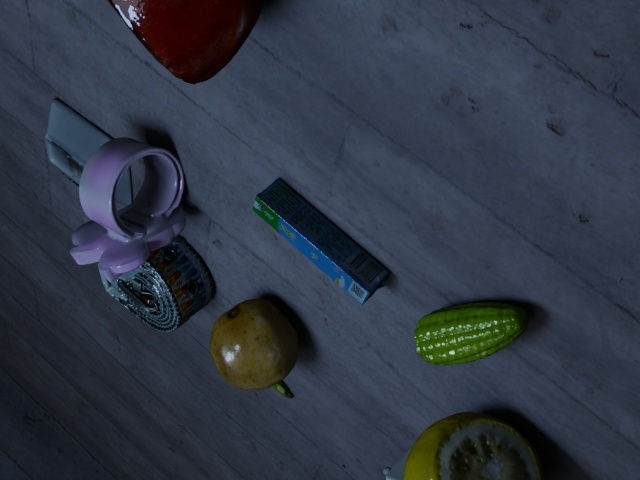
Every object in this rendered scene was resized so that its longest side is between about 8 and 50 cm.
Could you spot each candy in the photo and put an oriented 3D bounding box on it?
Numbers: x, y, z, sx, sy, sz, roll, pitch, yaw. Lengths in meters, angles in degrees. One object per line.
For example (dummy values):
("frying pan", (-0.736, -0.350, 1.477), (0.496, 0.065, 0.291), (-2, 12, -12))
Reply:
("candy", (0.242, 0.142, 1.341), (0.209, 0.096, 0.097), (-22, 106, 49))

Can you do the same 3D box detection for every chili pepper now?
("chili pepper", (-0.146, 0.294, 1.965), (0.208, 0.043, 0.049), (39, 132, 13))

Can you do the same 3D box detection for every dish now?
("dish", (-0.534, -0.181, 1.903), (0.243, 0.080, 0.182), (34, 143, 19))

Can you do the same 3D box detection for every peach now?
("peach", (-0.195, -0.362, 1.200), (0.245, 0.249, 0.275), (-9, 123, 27))

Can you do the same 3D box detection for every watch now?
("watch", (-0.396, -0.082, 1.696), (0.210, 0.248, 0.218), (20, 134, 37))

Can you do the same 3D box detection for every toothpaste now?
("toothpaste", (0.000, 0.000, 1.492), (0.266, 0.065, 0.050), (40, 149, 12))

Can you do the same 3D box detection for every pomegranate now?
("pomegranate", (-0.135, 0.223, 1.764), (0.196, 0.196, 0.196), (29, 142, 26))

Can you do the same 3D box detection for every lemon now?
("lemon", (0.256, 0.424, 1.471), (0.240, 0.240, 0.219), (42, 153, 11))

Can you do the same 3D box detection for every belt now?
("belt", (-0.374, 0.077, 1.913), (0.257, 0.150, 0.207), (39, 136, 13))

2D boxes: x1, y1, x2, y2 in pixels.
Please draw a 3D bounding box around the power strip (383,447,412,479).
("power strip", (0.255, 0.486, 1.648), (0.338, 0.098, 0.058), (8, 131, 44))
